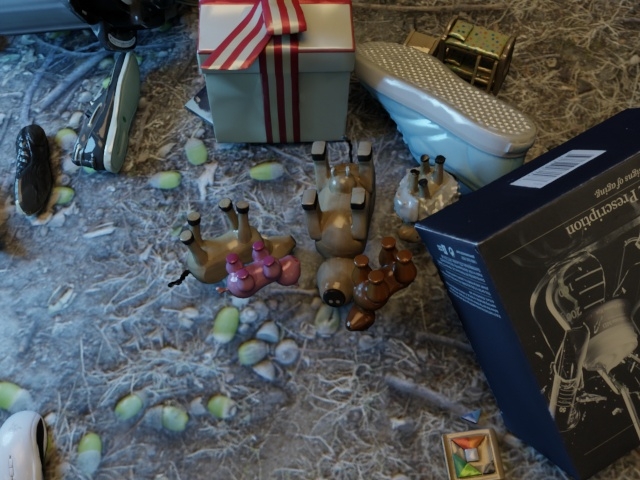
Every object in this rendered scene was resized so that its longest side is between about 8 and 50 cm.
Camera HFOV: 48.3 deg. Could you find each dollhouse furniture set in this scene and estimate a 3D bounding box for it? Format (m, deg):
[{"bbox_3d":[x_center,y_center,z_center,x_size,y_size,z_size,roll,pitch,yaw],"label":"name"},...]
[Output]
[{"bbox_3d":[0.203,-0.283,1.174,0.182,0.101,0.161,23,67,16],"label":"dollhouse furniture set"}]

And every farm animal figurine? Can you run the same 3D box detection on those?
[{"bbox_3d":[0.000,0.000,1.021,0.330,0.172,0.326,15,54,21],"label":"farm animal figurine"}]

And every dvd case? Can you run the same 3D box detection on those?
[{"bbox_3d":[-0.162,-0.230,1.228,0.119,0.013,0.087,35,71,19],"label":"dvd case"}]

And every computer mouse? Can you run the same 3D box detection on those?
[{"bbox_3d":[-0.407,0.318,0.950,0.106,0.042,0.192,-13,63,-1],"label":"computer mouse"}]

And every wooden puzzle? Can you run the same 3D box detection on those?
[{"bbox_3d":[0.199,0.283,0.932,0.079,0.014,0.116,-13,62,-2],"label":"wooden puzzle"}]

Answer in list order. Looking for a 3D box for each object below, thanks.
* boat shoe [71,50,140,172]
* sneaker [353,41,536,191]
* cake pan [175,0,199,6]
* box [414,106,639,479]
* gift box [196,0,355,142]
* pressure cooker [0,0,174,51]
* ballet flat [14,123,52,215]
[{"bbox_3d":[-0.358,-0.224,1.203,0.079,0.084,0.233,5,66,7],"label":"boat shoe"},{"bbox_3d":[0.157,-0.185,1.106,0.135,0.150,0.366,-15,44,-32],"label":"sneaker"},{"bbox_3d":[-0.207,-0.581,1.391,0.293,0.054,0.293,-2,62,3],"label":"cake pan"},{"bbox_3d":[0.348,0.048,0.864,0.343,0.179,0.312,-29,104,-9],"label":"box"},{"bbox_3d":[-0.085,-0.304,1.110,0.277,0.258,0.255,-5,62,-5],"label":"gift box"},{"bbox_3d":[-0.414,-0.526,1.174,0.421,0.370,0.375,1,58,22],"label":"pressure cooker"},{"bbox_3d":[-0.480,-0.115,1.187,0.058,0.049,0.173,14,56,-37],"label":"ballet flat"}]
